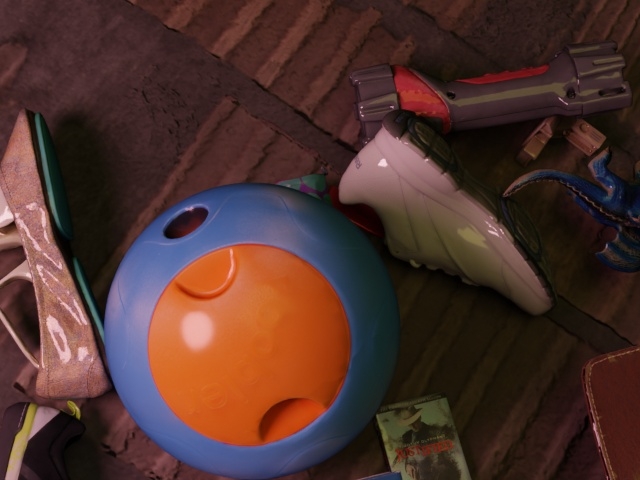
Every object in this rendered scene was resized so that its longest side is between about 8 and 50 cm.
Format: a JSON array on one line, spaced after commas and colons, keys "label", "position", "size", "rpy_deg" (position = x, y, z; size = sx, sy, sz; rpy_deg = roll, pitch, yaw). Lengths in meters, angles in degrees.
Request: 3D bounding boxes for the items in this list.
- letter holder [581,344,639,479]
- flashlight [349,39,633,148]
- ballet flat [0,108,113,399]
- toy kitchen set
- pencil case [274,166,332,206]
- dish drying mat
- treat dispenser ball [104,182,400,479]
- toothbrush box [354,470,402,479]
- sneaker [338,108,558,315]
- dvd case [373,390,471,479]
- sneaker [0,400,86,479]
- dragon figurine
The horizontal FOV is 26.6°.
[{"label": "letter holder", "position": [0.385, 0.264, 1.445], "size": [0.214, 0.152, 0.302], "rpy_deg": [-13, 75, -15]}, {"label": "flashlight", "position": [0.188, -0.171, 1.539], "size": [0.304, 0.103, 0.103], "rpy_deg": [-11, 92, -2]}, {"label": "ballet flat", "position": [-0.297, 0.016, 1.396], "size": [0.106, 0.107, 0.316], "rpy_deg": [-18, 75, -5]}, {"label": "toy kitchen set", "position": [0.288, -0.116, 1.596], "size": [0.075, 0.068, 0.083], "rpy_deg": [37, 67, 1]}, {"label": "pencil case", "position": [0.000, 0.000, 1.489], "size": [0.064, 0.070, 0.152], "rpy_deg": [-25, 76, 21]}, {"label": "dish drying mat", "position": [0.043, -0.031, 1.541], "size": [0.083, 0.008, 0.032], "rpy_deg": [27, 68, -4]}, {"label": "treat dispenser ball", "position": [-0.066, 0.087, 1.323], "size": [0.288, 0.288, 0.288], "rpy_deg": [4, 70, -12]}, {"label": "toothbrush box", "position": [-0.005, 0.383, 1.239], "size": [0.216, 0.126, 0.296], "rpy_deg": [-11, 77, -22]}, {"label": "sneaker", "position": [0.147, -0.015, 1.512], "size": [0.297, 0.129, 0.111], "rpy_deg": [42, 26, -14]}, {"label": "dvd case", "position": [0.111, 0.230, 1.463], "size": [0.087, 0.013, 0.119], "rpy_deg": [-11, 73, -17]}, {"label": "sneaker", "position": [-0.276, 0.267, 1.320], "size": [0.097, 0.084, 0.235], "rpy_deg": [10, 69, -11]}, {"label": "dragon figurine", "position": [0.350, -0.023, 1.533], "size": [0.289, 0.085, 0.144], "rpy_deg": [7, 48, -38]}]
